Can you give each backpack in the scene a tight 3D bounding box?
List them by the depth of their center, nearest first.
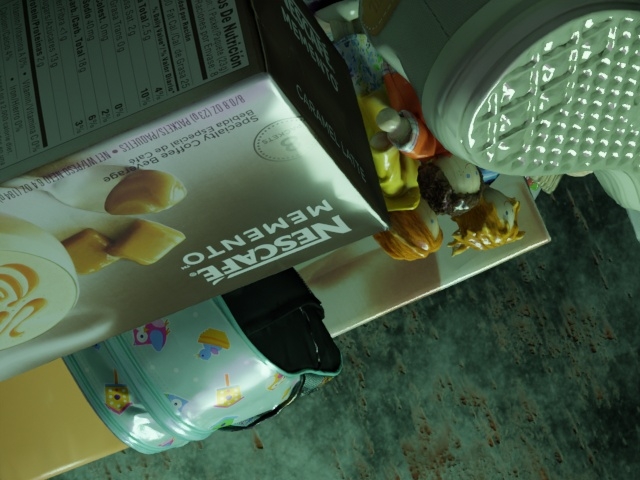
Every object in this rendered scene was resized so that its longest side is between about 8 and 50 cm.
[{"bbox_3d":[-0.084,0.044,1.137,0.144,0.166,0.188,-31,173,3],"label":"backpack"}]

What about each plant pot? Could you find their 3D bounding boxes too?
[{"bbox_3d":[-0.268,0.102,1.524,0.291,0.203,0.291,-20,177,-1],"label":"plant pot"}]

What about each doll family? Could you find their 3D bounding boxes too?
[{"bbox_3d":[0.075,-0.071,1.135,0.118,0.163,0.263,-16,180,35],"label":"doll family"}]

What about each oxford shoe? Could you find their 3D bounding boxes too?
[{"bbox_3d":[0.173,-0.109,1.063,0.169,0.130,0.449,-52,152,21],"label":"oxford shoe"}]

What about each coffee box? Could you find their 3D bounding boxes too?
[{"bbox_3d":[-0.113,-0.030,0.828,0.246,0.098,0.141,-21,147,13],"label":"coffee box"}]

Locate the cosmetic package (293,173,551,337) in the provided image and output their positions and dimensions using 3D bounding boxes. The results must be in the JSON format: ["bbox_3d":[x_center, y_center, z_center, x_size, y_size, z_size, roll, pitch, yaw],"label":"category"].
[{"bbox_3d":[0.000,0.000,1.307,0.296,0.129,0.153,-24,-178,7],"label":"cosmetic package"}]

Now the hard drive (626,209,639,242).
[{"bbox_3d":[0.332,-0.111,1.702,0.040,0.203,0.307,-20,176,-15],"label":"hard drive"}]

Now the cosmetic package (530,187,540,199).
[{"bbox_3d":[0.121,-0.058,1.724,0.107,0.127,0.238,-62,165,8],"label":"cosmetic package"}]

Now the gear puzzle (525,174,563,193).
[{"bbox_3d":[0.221,-0.126,1.647,0.175,0.044,0.339,-62,171,3],"label":"gear puzzle"}]
